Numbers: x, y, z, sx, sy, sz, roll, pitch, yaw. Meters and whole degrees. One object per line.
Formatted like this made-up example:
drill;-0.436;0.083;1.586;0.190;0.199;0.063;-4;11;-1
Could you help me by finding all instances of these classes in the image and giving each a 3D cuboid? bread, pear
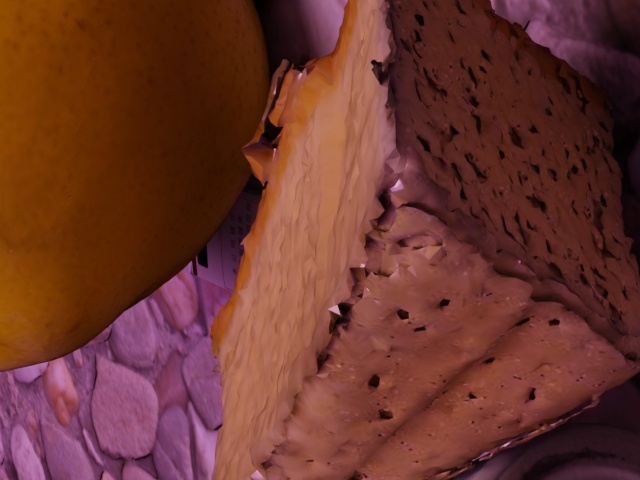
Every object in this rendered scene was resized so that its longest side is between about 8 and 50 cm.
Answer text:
bread;0.000;0.000;1.078;0.315;0.279;0.248;-26;46;20
pear;-0.219;-0.105;1.390;0.362;0.362;0.418;131;157;-53

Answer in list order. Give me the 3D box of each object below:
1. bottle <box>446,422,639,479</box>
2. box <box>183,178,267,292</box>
bottle;0.090;0.242;1.206;0.352;0.229;0.229;-38;70;60
box;-0.069;-0.008;1.514;0.154;0.040;0.084;21;120;53
